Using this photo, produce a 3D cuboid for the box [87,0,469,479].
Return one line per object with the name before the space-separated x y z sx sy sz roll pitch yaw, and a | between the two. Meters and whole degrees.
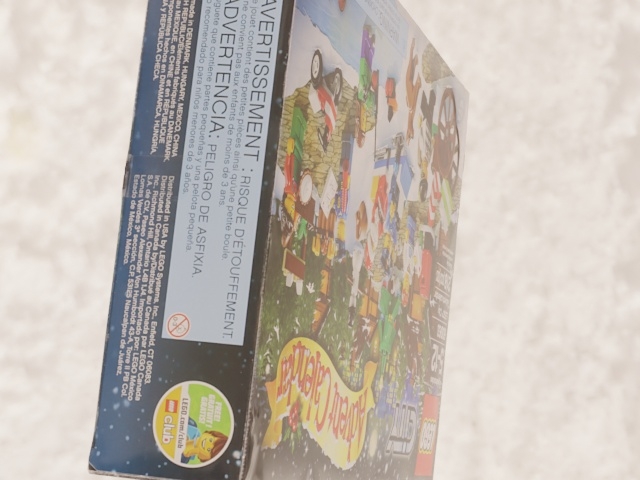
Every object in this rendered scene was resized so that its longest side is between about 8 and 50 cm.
box | 0.000 0.000 0.527 0.233 0.044 0.159 28 66 -72
